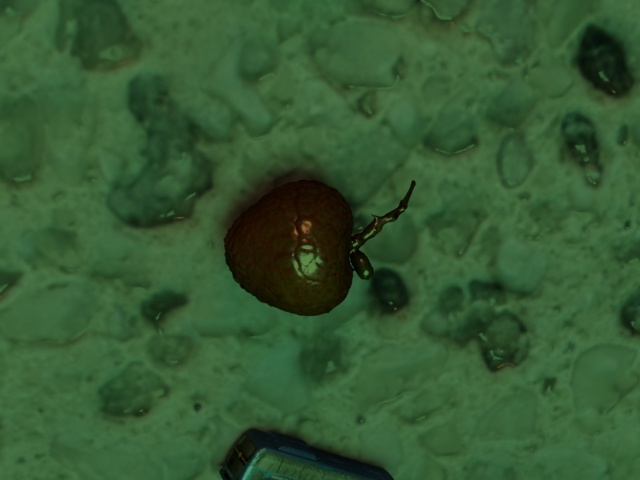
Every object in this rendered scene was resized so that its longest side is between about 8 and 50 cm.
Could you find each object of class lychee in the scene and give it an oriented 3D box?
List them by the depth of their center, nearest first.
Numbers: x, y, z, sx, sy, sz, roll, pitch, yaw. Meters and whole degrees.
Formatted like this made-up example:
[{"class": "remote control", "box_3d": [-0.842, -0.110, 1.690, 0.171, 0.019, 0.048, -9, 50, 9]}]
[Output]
[{"class": "lychee", "box_3d": [-0.006, -0.001, 1.518, 0.140, 0.114, 0.101, -19, 145, 24]}]

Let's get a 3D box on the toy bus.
[{"class": "toy bus", "box_3d": [-0.008, 0.208, 1.671, 0.153, 0.051, 0.061, 21, 99, -25]}]
